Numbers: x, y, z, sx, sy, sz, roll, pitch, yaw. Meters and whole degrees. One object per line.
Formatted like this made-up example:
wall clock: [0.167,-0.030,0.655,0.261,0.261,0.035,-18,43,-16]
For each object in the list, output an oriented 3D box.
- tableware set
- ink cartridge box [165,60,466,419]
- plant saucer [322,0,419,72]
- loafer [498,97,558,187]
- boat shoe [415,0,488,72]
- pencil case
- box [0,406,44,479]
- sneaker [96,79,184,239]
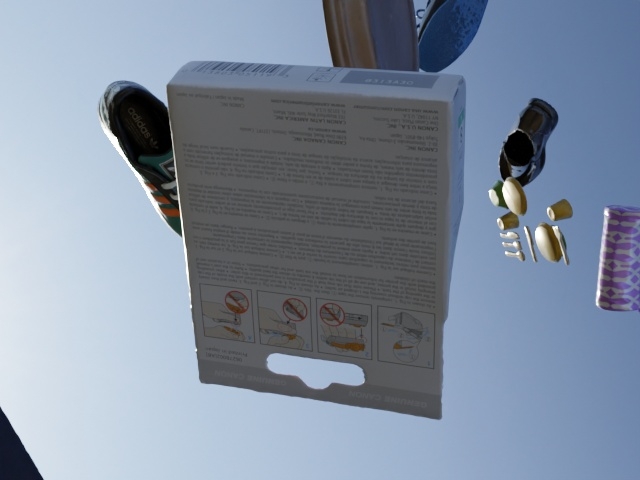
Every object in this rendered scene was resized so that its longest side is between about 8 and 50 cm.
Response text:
tableware set: [0.244,-0.026,1.095,0.154,0.024,0.104,-172,-117,-74]
ink cartridge box: [0.000,0.000,0.618,0.181,0.056,0.224,6,-60,17]
plant saucer: [0.060,-0.237,1.012,0.041,0.278,0.277,-5,-63,19]
loafer: [0.339,-0.155,1.627,0.080,0.078,0.220,37,-24,20]
boat shoe: [0.233,-0.403,1.621,0.109,0.258,0.089,30,6,-28]
pencil case: [0.557,0.034,1.745,0.088,0.086,0.206,7,-76,29]
box: [-0.456,0.319,0.831,0.343,0.312,0.179,-27,-86,26]
sneaker: [-0.194,-0.088,1.297,0.302,0.108,0.121,50,-8,-13]
